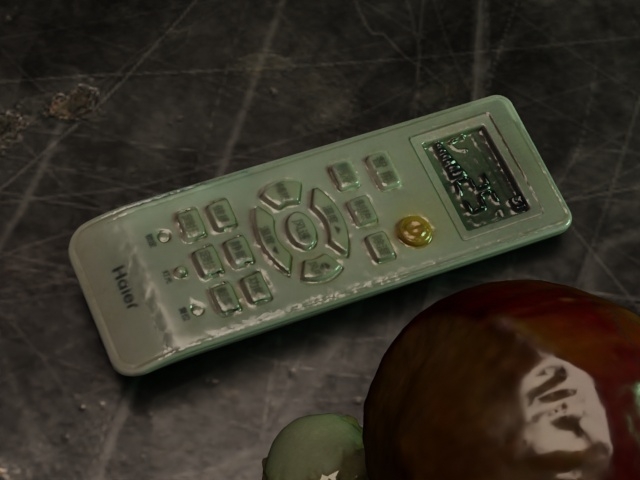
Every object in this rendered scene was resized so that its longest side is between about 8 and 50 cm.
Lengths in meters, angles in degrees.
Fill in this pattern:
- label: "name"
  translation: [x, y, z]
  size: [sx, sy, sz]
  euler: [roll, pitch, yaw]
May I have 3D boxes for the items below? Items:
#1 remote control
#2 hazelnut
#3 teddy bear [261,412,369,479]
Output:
- label: "remote control"
  translation: [0.000, 0.000, 1.232]
  size: [0.313, 0.055, 0.109]
  euler: [-18, 64, -16]
- label: "hazelnut"
  translation: [0.109, 0.117, 0.919]
  size: [0.170, 0.160, 0.201]
  euler: [-13, 87, 8]
- label: "teddy bear"
  translation: [0.120, 0.197, 1.038]
  size: [0.256, 0.156, 0.267]
  euler: [-19, 57, -14]
